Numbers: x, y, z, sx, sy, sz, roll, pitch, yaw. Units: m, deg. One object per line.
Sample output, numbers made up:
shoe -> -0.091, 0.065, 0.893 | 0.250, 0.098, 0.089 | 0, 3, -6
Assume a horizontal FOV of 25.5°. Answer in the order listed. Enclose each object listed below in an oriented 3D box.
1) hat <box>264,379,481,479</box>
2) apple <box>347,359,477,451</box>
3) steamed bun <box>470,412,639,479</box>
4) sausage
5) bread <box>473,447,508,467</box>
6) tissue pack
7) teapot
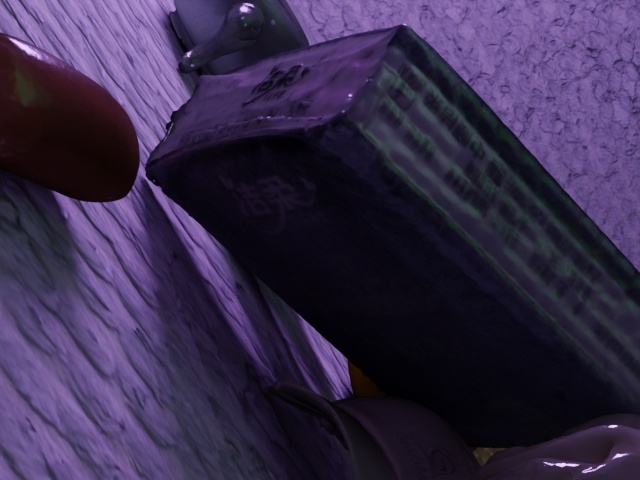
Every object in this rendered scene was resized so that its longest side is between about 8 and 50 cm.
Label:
hat -> 0.063, 0.179, 1.135 | 0.226, 0.164, 0.219 | 87, -20, -57
apple -> 0.109, 0.133, 1.456 | 0.155, 0.182, 0.182 | 43, 15, -28
steamed bun -> 0.158, 0.284, 0.952 | 0.310, 0.219, 0.324 | 28, 56, -72
sausage -> -0.160, -0.069, 0.836 | 0.077, 0.077, 0.194 | 63, 8, 16
bread -> 0.198, 0.244, 1.628 | 0.140, 0.160, 0.169 | 60, 9, -6
tissue pack -> 0.083, 0.014, 1.124 | 0.394, 0.124, 0.288 | 44, -27, -24
teapot -> -0.100, -0.252, 1.657 | 0.193, 0.129, 0.294 | 59, 6, -13
